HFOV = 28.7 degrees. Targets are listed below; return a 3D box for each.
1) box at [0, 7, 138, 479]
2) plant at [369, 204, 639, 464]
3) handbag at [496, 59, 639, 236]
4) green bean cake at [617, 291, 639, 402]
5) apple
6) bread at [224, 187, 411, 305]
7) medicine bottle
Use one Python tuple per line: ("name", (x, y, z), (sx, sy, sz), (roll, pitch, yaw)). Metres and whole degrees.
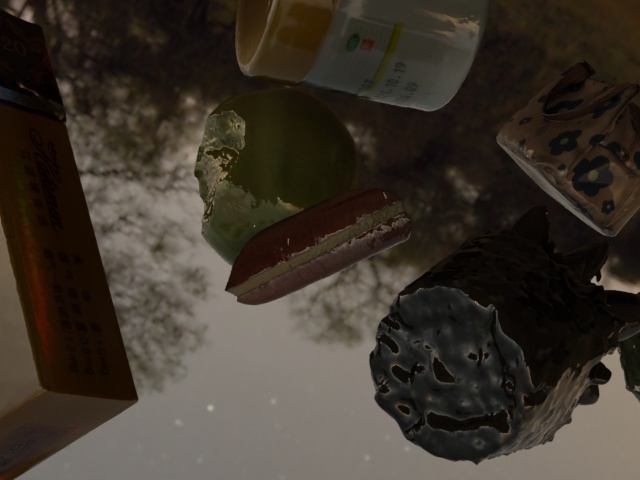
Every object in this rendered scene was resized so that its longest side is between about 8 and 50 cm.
("box", (-0.336, 0.011, 1.145), (0.116, 0.264, 0.415), (17, -134, -51))
("plant", (0.173, 0.092, 1.132), (0.181, 0.194, 0.321), (40, -155, 21))
("handbag", (0.408, -0.143, 1.875), (0.190, 0.193, 0.251), (39, -173, -20))
("green bean cake", (0.508, 0.139, 1.739), (0.094, 0.183, 0.185), (51, -156, -28))
("apple", (-0.065, -0.079, 1.821), (0.279, 0.279, 0.279), (28, -173, -3))
("bread", (0.000, -0.001, 1.239), (0.067, 0.192, 0.119), (64, -170, -7))
("medicine bottle", (0.044, -0.275, 1.381), (0.232, 0.238, 0.238), (11, -169, -16))
